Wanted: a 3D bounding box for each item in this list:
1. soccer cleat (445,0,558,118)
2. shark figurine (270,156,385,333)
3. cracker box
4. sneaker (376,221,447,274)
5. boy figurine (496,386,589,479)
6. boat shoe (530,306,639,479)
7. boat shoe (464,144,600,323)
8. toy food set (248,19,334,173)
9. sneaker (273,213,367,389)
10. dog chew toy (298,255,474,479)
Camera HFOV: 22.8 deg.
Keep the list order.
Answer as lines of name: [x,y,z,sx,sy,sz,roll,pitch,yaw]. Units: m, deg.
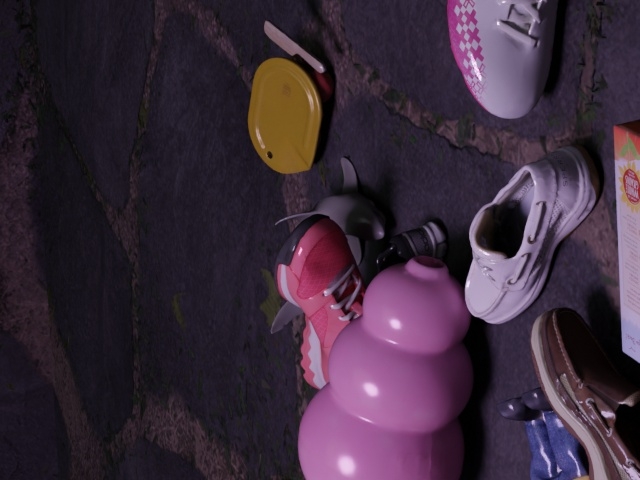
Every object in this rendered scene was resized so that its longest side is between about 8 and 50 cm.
soccer cleat: [0.203,-0.294,1.660,0.143,0.116,0.331,4,100,64]
shark figurine: [-0.013,-0.002,2.178,0.278,0.116,0.166,-57,45,50]
cracker box: [0.332,0.018,1.419,0.155,0.067,0.232,-139,39,-61]
sneaker: [0.100,0.047,1.997,0.063,0.074,0.170,61,146,38]
boy figurine: [0.267,0.302,1.703,0.177,0.092,0.285,-28,69,56]
boat shoe: [0.304,0.172,1.615,0.095,0.095,0.257,-43,63,42]
boat shoe: [0.205,-0.003,1.748,0.098,0.096,0.277,65,149,32]
toy food set: [-0.028,-0.198,2.222,0.128,0.071,0.218,34,132,27]
sneaker: [0.039,0.093,2.053,0.136,0.116,0.314,26,146,36]
dog chew toy: [0.093,0.177,1.920,0.206,0.206,0.332,43,125,53]
